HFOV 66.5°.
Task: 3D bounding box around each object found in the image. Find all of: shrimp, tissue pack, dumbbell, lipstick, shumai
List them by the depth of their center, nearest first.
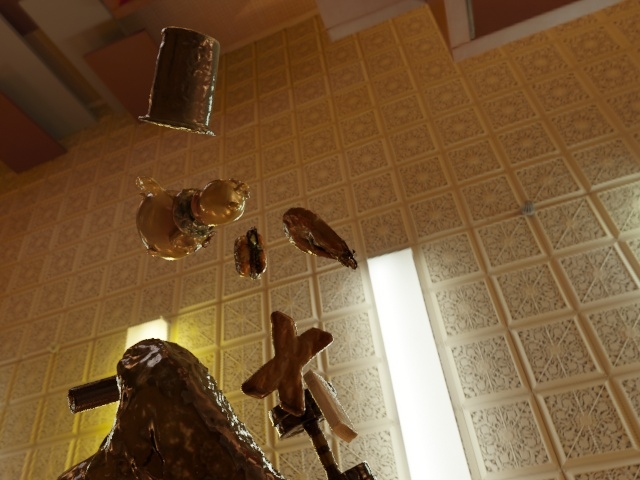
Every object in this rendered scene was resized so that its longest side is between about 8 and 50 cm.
[{"bbox_3d":[-0.188,0.337,0.529,0.323,0.397,0.324,-32,-175,-19],"label":"shumai"},{"bbox_3d":[0.013,0.243,0.720,0.023,0.056,0.108,-41,-142,-1],"label":"tissue pack"},{"bbox_3d":[0.000,0.000,1.009,0.190,0.101,0.042,35,-139,10],"label":"shrimp"},{"bbox_3d":[0.007,0.519,1.208,0.185,0.185,0.388,-30,-114,2],"label":"dumbbell"},{"bbox_3d":[-0.605,0.444,1.486,0.299,0.081,0.081,-9,-145,-41],"label":"lipstick"}]

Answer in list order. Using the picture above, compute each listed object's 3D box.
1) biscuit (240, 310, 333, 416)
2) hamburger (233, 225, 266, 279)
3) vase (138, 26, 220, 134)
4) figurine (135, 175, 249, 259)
[{"bbox_3d":[-0.078,0.288,1.153,0.164,0.047,0.208,25,-113,-5],"label":"biscuit"},{"bbox_3d":[-0.229,0.045,1.562,0.093,0.189,0.164,-6,-116,-18],"label":"hamburger"},{"bbox_3d":[-0.421,-0.488,1.509,0.245,0.245,0.291,19,-78,33],"label":"vase"},{"bbox_3d":[-0.351,-0.087,1.288,0.394,0.274,0.227,-11,-131,38],"label":"figurine"}]
